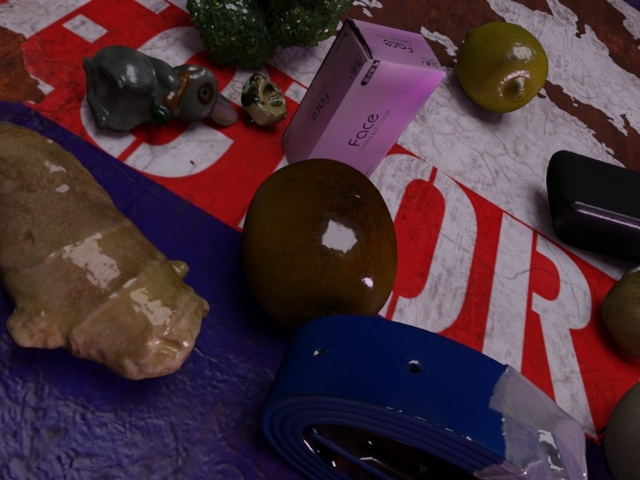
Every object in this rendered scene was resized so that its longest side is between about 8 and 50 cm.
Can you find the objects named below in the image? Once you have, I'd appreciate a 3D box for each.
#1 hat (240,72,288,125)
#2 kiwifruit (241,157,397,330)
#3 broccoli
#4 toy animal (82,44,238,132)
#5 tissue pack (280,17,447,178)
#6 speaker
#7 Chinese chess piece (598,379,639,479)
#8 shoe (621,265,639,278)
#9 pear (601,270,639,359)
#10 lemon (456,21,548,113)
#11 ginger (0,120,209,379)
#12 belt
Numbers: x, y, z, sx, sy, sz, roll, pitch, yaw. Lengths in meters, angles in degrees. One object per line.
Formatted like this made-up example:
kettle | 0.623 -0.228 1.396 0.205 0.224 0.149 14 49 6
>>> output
hat | -0.097 -0.221 0.995 0.076 0.059 0.077 16 50 -42
kiwifruit | 0.000 0.000 0.772 0.196 0.196 0.234 21 39 -15
broccoli | -0.078 -0.498 1.077 0.321 0.310 0.413 6 85 -20
toy animal | -0.217 -0.223 0.885 0.236 0.108 0.138 -18 64 -41
tissue pack | 0.059 -0.201 0.935 0.148 0.246 0.092 -2 55 -32
speaker | 0.616 -0.016 1.214 0.388 0.184 0.180 17 44 -4
Chinese chess piece | 0.546 0.329 0.797 0.349 0.146 0.349 24 27 -13
shoe | 0.644 0.121 1.149 0.169 0.071 0.099 34 46 -7
pear | 0.573 0.130 1.046 0.167 0.136 0.167 14 52 -18
lemon | 0.394 -0.384 1.344 0.184 0.184 0.248 5 46 -28
ginger | -0.266 0.006 0.655 0.190 0.126 0.354 -27 68 -32
belt | 0.112 0.208 0.646 0.347 0.212 0.117 27 42 -2
